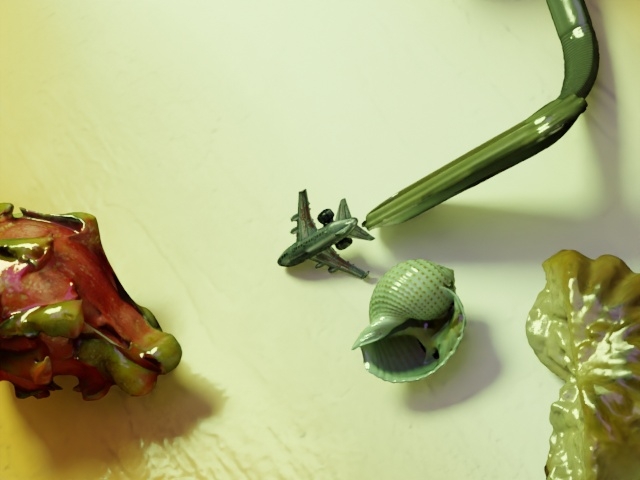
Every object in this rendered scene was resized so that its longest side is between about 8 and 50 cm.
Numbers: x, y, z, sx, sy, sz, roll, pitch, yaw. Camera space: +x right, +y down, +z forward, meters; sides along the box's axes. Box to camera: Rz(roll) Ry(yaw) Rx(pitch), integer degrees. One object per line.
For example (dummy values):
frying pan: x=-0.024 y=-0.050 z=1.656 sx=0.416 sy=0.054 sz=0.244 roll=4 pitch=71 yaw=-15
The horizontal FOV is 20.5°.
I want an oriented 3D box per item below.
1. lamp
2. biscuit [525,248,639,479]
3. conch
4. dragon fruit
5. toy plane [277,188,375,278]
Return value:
lamp: x=0.107 y=-0.140 z=1.298 sx=0.203 sy=0.124 sz=0.283 roll=-27 pitch=55 yaw=31
biscuit: x=0.190 y=0.079 z=1.146 sx=0.118 sy=0.061 sz=0.183 roll=-10 pitch=57 yaw=15
conch: x=0.065 y=0.056 z=1.214 sx=0.076 sy=0.056 sz=0.085 roll=46 pitch=105 yaw=16
dragon fruit: x=-0.192 y=0.054 z=1.281 sx=0.208 sy=0.133 sz=0.150 roll=22 pitch=67 yaw=19
toy plane: x=0.000 y=0.000 z=1.279 sx=0.083 sy=0.078 sz=0.031 roll=-28 pitch=11 yaw=43
